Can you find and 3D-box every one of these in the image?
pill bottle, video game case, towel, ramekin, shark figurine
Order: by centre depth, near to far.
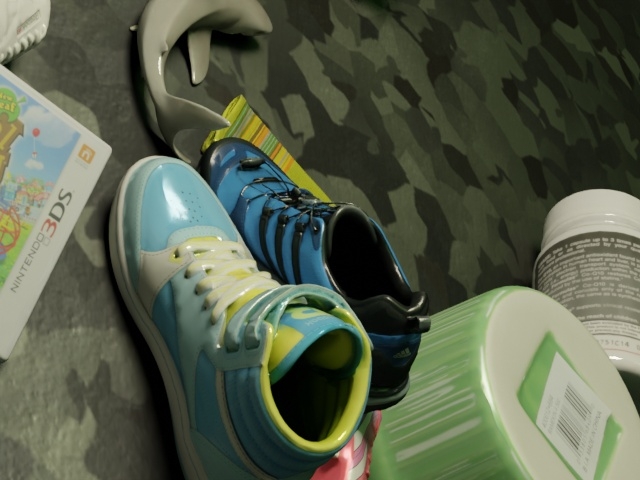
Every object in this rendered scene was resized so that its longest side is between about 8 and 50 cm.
[{"bbox_3d":[-0.271,-0.047,1.108,0.212,0.023,0.193,38,60,-29],"label":"video game case"},{"bbox_3d":[-0.115,-0.208,1.433,0.166,0.116,0.278,45,33,-18],"label":"shark figurine"},{"bbox_3d":[0.184,0.191,1.470,0.303,0.148,0.303,33,40,-34],"label":"ramekin"},{"bbox_3d":[-0.018,-0.033,1.501,0.237,0.021,0.102,48,35,-17],"label":"towel"},{"bbox_3d":[0.316,0.084,1.722,0.161,0.161,0.283,40,37,-27],"label":"pill bottle"}]

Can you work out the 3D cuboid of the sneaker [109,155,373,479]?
[{"bbox_3d":[-0.054,0.045,1.200,0.127,0.208,0.319,-12,72,-33],"label":"sneaker"}]

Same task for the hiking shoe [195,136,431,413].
[{"bbox_3d":[0.000,0.000,1.330,0.113,0.132,0.304,-14,53,-38],"label":"hiking shoe"}]

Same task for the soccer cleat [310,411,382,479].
[{"bbox_3d":[0.020,0.171,1.334,0.095,0.083,0.248,35,36,-32],"label":"soccer cleat"}]

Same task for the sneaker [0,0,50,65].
[{"bbox_3d":[-0.265,-0.175,1.235,0.095,0.090,0.235,50,34,-32],"label":"sneaker"}]
